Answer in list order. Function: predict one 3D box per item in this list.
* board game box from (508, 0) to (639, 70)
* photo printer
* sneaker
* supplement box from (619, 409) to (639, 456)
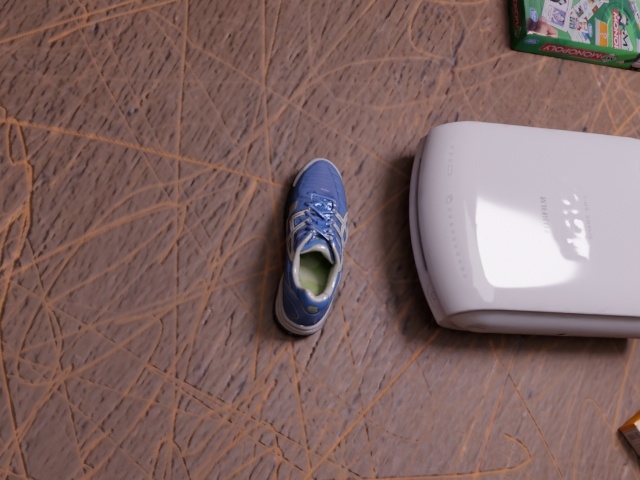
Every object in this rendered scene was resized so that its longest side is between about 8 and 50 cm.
[{"bbox_3d":[0.357,-0.396,1.552,0.213,0.046,0.317,7,68,-18],"label":"board game box"},{"bbox_3d":[0.253,-0.012,1.334,0.307,0.107,0.256,4,69,-18],"label":"photo printer"},{"bbox_3d":[0.000,0.000,1.255,0.080,0.081,0.211,10,66,-14],"label":"sneaker"},{"bbox_3d":[0.411,0.243,1.332,0.062,0.036,0.098,-34,84,-26],"label":"supplement box"}]
